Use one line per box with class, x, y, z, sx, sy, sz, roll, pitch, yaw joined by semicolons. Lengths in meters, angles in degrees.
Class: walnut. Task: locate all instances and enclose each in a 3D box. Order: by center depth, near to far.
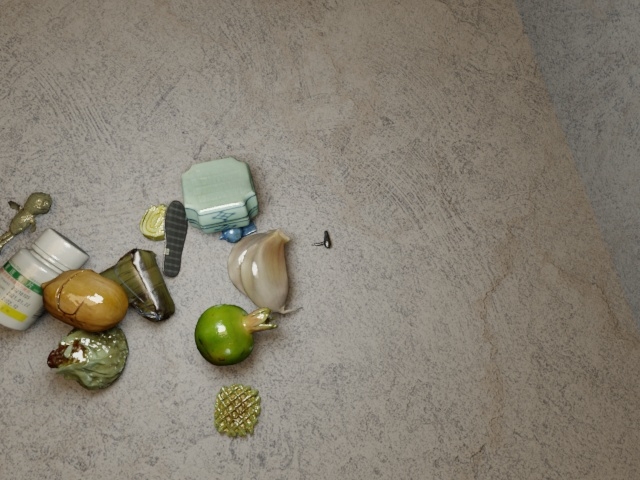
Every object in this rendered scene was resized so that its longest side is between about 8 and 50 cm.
walnut;-0.821;0.206;1.464;0.297;0.203;0.203;18;74;-8

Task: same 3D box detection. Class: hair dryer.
hair dryer;0.000;0.000;1.784;0.083;0.031;0.079;-8;66;0

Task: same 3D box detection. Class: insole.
insole;-0.584;-0.008;1.692;0.110;0.012;0.310;18;72;-47

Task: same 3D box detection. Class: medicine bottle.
medicine bottle;-1.034;0.134;1.537;0.208;0.208;0.340;36;75;4

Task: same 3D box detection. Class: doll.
doll;-1.158;-0.063;1.640;0.202;0.091;0.286;0;60;28

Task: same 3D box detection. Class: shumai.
shumai;-0.813;0.400;1.491;0.189;0.218;0.256;-22;78;2

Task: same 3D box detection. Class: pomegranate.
pomegranate;-0.308;0.329;1.545;0.301;0.236;0.236;-23;77;16

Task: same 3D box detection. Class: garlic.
garlic;-0.239;0.141;1.663;0.231;0.245;0.340;-11;93;35

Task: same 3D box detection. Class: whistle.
whistle;-0.341;-0.039;1.724;0.157;0.090;0.090;-26;79;-12

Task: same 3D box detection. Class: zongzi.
zongzi;-0.732;0.207;1.604;0.300;0.138;0.286;-23;86;2

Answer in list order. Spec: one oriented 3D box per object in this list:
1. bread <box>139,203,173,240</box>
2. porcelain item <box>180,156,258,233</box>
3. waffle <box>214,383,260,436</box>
bread;-0.655;-0.076;1.710;0.117;0.064;0.156;20;73;-5
porcelain item;-0.400;-0.178;1.685;0.285;0.157;0.281;-14;56;-11
waffle;-0.309;0.629;1.575;0.169;0.036;0.184;6;75;-6
